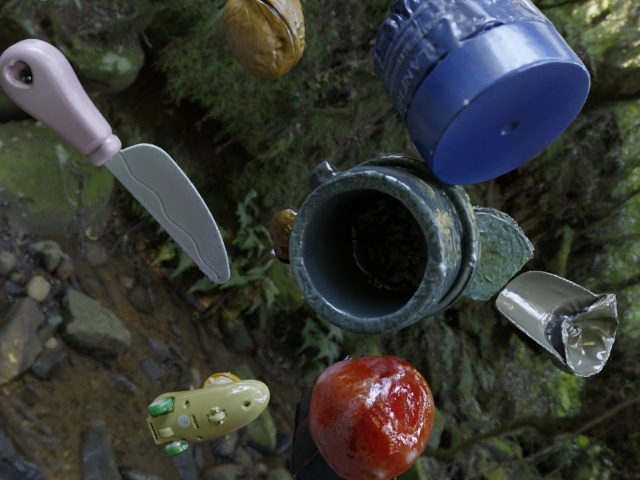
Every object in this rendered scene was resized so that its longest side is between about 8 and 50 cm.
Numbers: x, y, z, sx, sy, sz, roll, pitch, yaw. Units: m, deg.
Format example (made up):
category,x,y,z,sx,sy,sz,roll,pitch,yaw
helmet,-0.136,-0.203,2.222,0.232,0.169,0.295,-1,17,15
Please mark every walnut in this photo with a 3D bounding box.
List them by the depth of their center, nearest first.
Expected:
category,x,y,z,sx,sy,sz,roll,pitch,yaw
walnut,-0.095,-0.372,1.089,0.144,0.144,0.180,57,-4,32

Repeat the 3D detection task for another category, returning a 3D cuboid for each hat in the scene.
category,x,y,z,sx,sy,sz,roll,pitch,yaw
hat,0.403,0.148,1.090,0.173,0.166,0.144,19,-38,48

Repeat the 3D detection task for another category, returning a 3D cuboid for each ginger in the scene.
category,x,y,z,sx,sy,sz,roll,pitch,yaw
ginger,-0.013,0.007,1.435,0.309,0.133,0.107,17,44,-53

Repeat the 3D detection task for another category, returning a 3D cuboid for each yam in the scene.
category,x,y,z,sx,sy,sz,roll,pitch,yaw
yam,0.380,0.010,1.475,0.201,0.202,0.271,45,19,13

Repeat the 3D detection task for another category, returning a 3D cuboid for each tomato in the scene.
category,x,y,z,sx,sy,sz,roll,pitch,yaw
tomato,0.063,0.241,0.866,0.151,0.187,0.187,65,-1,-32

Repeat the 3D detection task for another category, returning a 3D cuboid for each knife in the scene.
category,x,y,z,sx,sy,sz,roll,pitch,yaw
knife,-0.202,-0.081,0.688,0.336,0.081,0.043,47,24,-22

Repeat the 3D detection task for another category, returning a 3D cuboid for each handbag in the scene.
category,x,y,z,sx,sy,sz,roll,pitch,yaw
handbag,0.040,0.334,1.144,0.155,0.169,0.215,31,26,-12

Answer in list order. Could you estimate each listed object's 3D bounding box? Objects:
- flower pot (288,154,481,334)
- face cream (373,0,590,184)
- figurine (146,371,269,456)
category,x,y,z,sx,sy,sz,roll,pitch,yaw
flower pot,0.096,0.002,1.012,0.299,0.299,0.283,54,26,9
face cream,0.224,-0.241,0.924,0.249,0.249,0.225,43,19,-59
figurine,-0.260,0.388,1.468,0.124,0.325,0.222,70,19,-2
